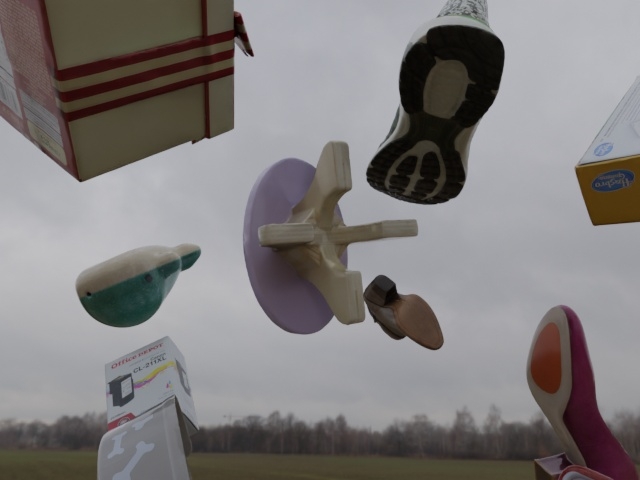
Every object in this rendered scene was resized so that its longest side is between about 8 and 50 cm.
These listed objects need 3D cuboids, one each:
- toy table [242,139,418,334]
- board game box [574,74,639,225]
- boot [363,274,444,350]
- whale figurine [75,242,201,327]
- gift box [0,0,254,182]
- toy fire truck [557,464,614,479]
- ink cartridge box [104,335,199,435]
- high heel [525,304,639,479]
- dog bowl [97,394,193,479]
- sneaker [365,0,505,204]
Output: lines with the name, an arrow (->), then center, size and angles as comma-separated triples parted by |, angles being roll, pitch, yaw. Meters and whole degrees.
toy table -> 0.000, 0.000, 0.853 | 0.252, 0.274, 0.161 | -16, 2, -33
board game box -> 0.411, -0.111, 0.477 | 0.317, 0.242, 0.064 | -6, -63, 46
boot -> 0.092, 0.091, 0.652 | 0.042, 0.118, 0.087 | -29, -31, -15
whale figurine -> -0.351, 0.085, 1.167 | 0.216, 0.141, 0.272 | -19, 3, 31
gift box -> -0.256, -0.238, 0.717 | 0.258, 0.255, 0.276 | -32, -32, -36
toy fire truck -> 0.325, 0.427, 0.608 | 0.254, 0.302, 0.169 | 13, -23, 48
ink cartridge box -> -0.292, 0.267, 0.986 | 0.128, 0.175, 0.072 | -25, -49, -4
high heel -> 0.461, 0.276, 0.989 | 0.182, 0.377, 0.127 | -8, 19, -11
dog bowl -> -0.190, 0.380, 0.726 | 0.102, 0.348, 0.348 | -14, -17, -14
sneaker -> 0.184, -0.204, 0.890 | 0.158, 0.182, 0.410 | 20, -30, 2
